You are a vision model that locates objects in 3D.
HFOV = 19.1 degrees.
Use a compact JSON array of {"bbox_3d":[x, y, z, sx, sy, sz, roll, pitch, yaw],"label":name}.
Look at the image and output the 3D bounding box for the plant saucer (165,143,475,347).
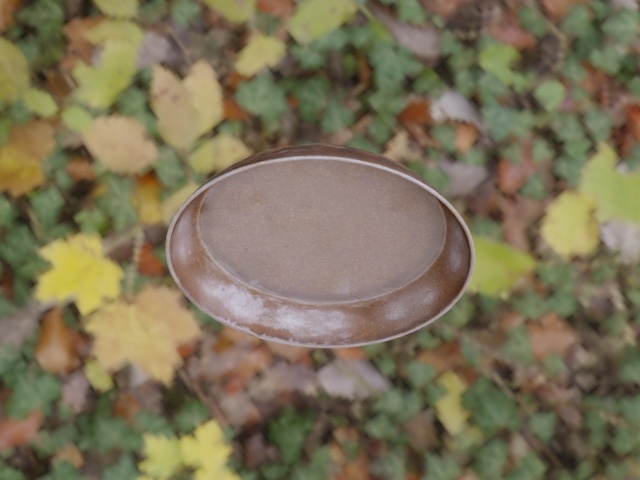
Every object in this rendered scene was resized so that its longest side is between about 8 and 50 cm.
[{"bbox_3d":[0.000,0.000,1.037,0.168,0.029,0.168,1,142,1],"label":"plant saucer"}]
